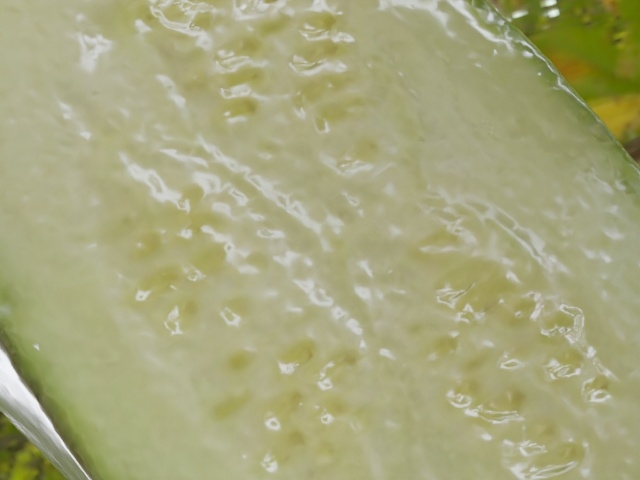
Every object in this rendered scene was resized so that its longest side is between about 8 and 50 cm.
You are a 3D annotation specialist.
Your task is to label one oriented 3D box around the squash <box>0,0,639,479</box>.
[{"bbox_3d":[0.000,0.000,0.509,0.260,0.189,0.189,37,-60,39],"label":"squash"}]
